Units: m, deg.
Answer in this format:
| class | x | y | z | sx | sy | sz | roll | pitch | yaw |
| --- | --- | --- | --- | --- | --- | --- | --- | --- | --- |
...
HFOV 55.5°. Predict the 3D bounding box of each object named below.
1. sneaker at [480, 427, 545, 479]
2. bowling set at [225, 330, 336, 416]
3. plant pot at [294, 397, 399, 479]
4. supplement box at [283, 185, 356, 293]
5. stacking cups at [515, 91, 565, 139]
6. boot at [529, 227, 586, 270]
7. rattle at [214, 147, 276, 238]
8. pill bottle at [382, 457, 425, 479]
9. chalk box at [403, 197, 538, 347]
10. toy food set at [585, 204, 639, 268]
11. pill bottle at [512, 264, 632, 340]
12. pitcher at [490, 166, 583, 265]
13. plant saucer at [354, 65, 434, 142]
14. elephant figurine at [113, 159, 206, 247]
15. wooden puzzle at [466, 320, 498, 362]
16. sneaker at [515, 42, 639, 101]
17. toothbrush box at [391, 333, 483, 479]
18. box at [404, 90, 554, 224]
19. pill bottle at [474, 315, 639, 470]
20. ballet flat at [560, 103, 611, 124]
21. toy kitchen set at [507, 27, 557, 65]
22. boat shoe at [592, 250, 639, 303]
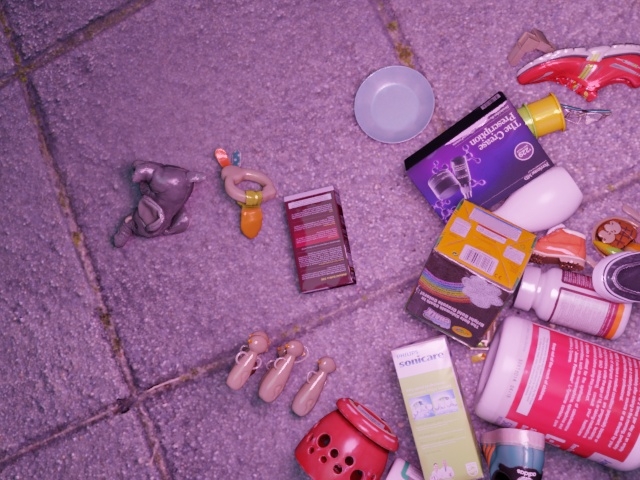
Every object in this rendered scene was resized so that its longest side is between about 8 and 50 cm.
| class | x | y | z | sx | sy | sz | roll | pitch | yaw |
| --- | --- | --- | --- | --- | --- | --- | --- | --- | --- |
| sneaker | 0.376 | 0.453 | 1.218 | 0.108 | 0.302 | 0.121 | 7 | 68 | 11 |
| bowling set | -0.125 | 0.275 | 1.425 | 0.200 | 0.287 | 0.154 | 26 | 82 | 47 |
| plant pot | 0.064 | 0.460 | 1.350 | 0.191 | 0.191 | 0.174 | 36 | 90 | 14 |
| supplement box | 0.000 | 0.000 | 1.474 | 0.130 | 0.073 | 0.239 | -12 | 80 | 12 |
| stacking cups | 0.396 | -0.236 | 1.415 | 0.316 | 0.096 | 0.096 | -22 | 80 | 14 |
| boot | 0.490 | 0.009 | 1.310 | 0.158 | 0.059 | 0.084 | 11 | 74 | 17 |
| rattle | -0.205 | -0.127 | 1.556 | 0.130 | 0.142 | 0.200 | -37 | 58 | -26 |
| pill bottle | 0.269 | 0.640 | 1.277 | 0.361 | 0.204 | 0.204 | 29 | 91 | 14 |
| chalk box | 0.310 | 0.092 | 1.317 | 0.180 | 0.289 | 0.179 | 29 | 52 | 12 |
| toy food set | 0.652 | -0.002 | 1.303 | 0.192 | 0.038 | 0.132 | -39 | 64 | -19 |
| pill bottle | 0.540 | 0.128 | 1.317 | 0.221 | 0.121 | 0.121 | 16 | 87 | 14 |
| pitcher | 0.485 | -0.051 | 1.361 | 0.207 | 0.125 | 0.177 | -35 | 98 | 17 |
| plant saucer | 0.181 | -0.328 | 1.489 | 0.195 | 0.037 | 0.195 | -2 | 83 | 12 |
| elephant figurine | -0.415 | -0.075 | 1.551 | 0.169 | 0.186 | 0.239 | 7 | 98 | -30 |
| wooden puzzle | 0.373 | 0.220 | 1.399 | 0.079 | 0.014 | 0.116 | -9 | 82 | 11 |
| sneaker | 0.589 | -0.371 | 1.375 | 0.279 | 0.107 | 0.118 | -3 | 92 | 14 |
| toothbrush box | 0.252 | 0.354 | 1.312 | 0.122 | 0.206 | 0.283 | -17 | 80 | 10 |
| box | 0.344 | -0.171 | 1.345 | 0.261 | 0.103 | 0.184 | -36 | 107 | 19 |
| pill bottle | 0.541 | 0.321 | 1.238 | 0.408 | 0.229 | 0.229 | 18 | 88 | 13 |
| ballet flat | 0.603 | -0.286 | 1.396 | 0.114 | 0.041 | 0.041 | 10 | 86 | 14 |
| toy kitchen set | 0.497 | -0.453 | 1.442 | 0.083 | 0.075 | 0.068 | 16 | 44 | -18 |
| boat shoe | 0.696 | 0.076 | 1.209 | 0.301 | 0.102 | 0.108 | 4 | 85 | -11 |
